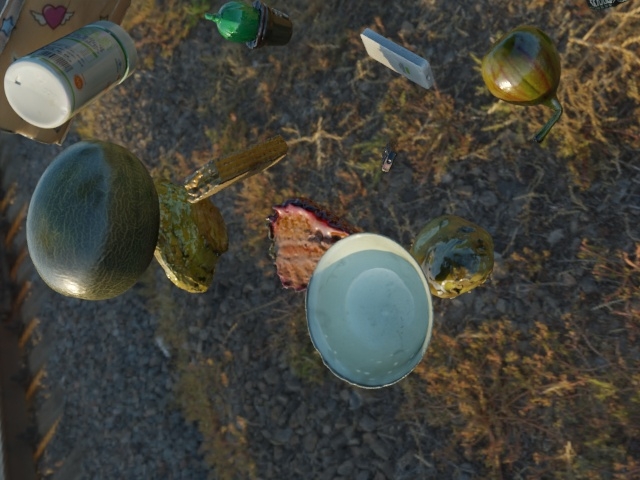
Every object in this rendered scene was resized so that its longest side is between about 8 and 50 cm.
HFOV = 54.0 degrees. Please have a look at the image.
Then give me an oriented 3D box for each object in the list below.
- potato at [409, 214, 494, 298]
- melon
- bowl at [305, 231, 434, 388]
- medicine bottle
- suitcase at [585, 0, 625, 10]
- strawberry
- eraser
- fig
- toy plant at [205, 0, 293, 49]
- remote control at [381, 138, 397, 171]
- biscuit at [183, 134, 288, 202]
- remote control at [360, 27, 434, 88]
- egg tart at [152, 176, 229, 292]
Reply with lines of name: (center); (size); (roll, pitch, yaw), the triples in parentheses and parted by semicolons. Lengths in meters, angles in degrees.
potato: (0.301, 0.042, 1.433); (0.192, 0.141, 0.296); (-49, 12, 2)
melon: (-0.426, -0.040, 1.196); (0.237, 0.237, 0.302); (4, 86, 52)
bowl: (0.129, 0.142, 1.320); (0.313, 0.146, 0.314); (-3, 85, 37)
medicine bottle: (-0.311, -0.216, 0.799); (0.086, 0.086, 0.183); (-47, 12, 33)
suitcase: (0.623, -0.581, 1.246); (0.202, 0.128, 0.312); (-10, 32, 36)
strawberry: (-0.012, -0.014, 1.764); (0.280, 0.150, 0.254); (-25, 87, 28)
eraser: (-0.385, -0.290, 0.895); (0.087, 0.171, 0.291); (31, 97, 19)
fig: (0.388, -0.304, 1.163); (0.186, 0.142, 0.148); (40, 87, 11)
toy plant: (-0.165, -0.486, 1.402); (0.143, 0.200, 0.105); (47, 126, 56)
remote control: (0.175, -0.220, 1.605); (0.212, 0.028, 0.059); (-73, 10, -71)
biscuit: (-0.176, -0.164, 1.384); (0.094, 0.378, 0.054); (-31, 95, 27)
remote control: (0.215, -0.513, 1.768); (0.034, 0.103, 0.250); (-46, 57, -4)
egg tart: (-0.298, -0.024, 1.445); (0.123, 0.294, 0.294); (-23, 55, 9)
